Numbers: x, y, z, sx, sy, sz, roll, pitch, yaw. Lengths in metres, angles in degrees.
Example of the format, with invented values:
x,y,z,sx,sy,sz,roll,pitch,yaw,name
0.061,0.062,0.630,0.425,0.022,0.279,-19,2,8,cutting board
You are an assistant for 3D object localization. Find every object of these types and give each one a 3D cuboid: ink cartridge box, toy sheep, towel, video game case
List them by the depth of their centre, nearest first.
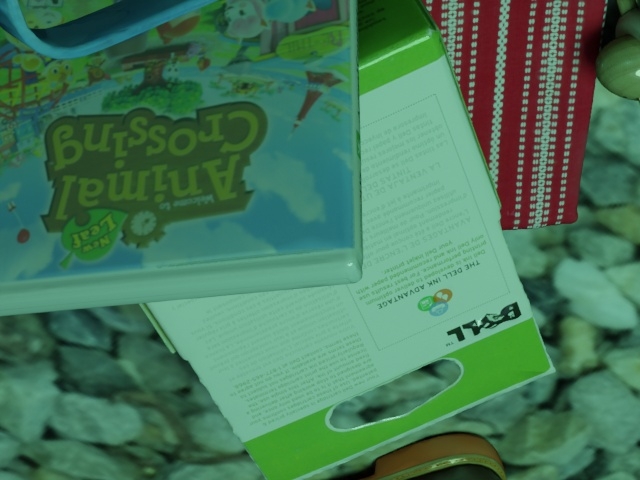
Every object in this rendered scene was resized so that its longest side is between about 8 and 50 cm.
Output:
x,y,z,sx,sy,sz,roll,pitch,yaw,name
-0.087,-0.063,0.623,0.212,0.193,0.023,-6,155,11,video game case
0.000,0.000,0.738,0.188,0.097,0.255,-24,131,3,ink cartridge box
0.210,-0.118,0.749,0.132,0.091,0.091,-27,127,-2,toy sheep
0.027,-0.076,0.767,0.274,0.031,0.199,-6,126,-10,towel

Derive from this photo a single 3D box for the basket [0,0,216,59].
x,y,z,sx,sy,sz,roll,pitch,yaw,name
-0.011,-0.220,0.530,0.289,0.201,0.255,-26,133,-35,basket

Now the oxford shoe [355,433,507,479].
x,y,z,sx,sy,sz,roll,pitch,yaw,name
0.008,0.225,0.931,0.271,0.098,0.097,-27,126,6,oxford shoe
